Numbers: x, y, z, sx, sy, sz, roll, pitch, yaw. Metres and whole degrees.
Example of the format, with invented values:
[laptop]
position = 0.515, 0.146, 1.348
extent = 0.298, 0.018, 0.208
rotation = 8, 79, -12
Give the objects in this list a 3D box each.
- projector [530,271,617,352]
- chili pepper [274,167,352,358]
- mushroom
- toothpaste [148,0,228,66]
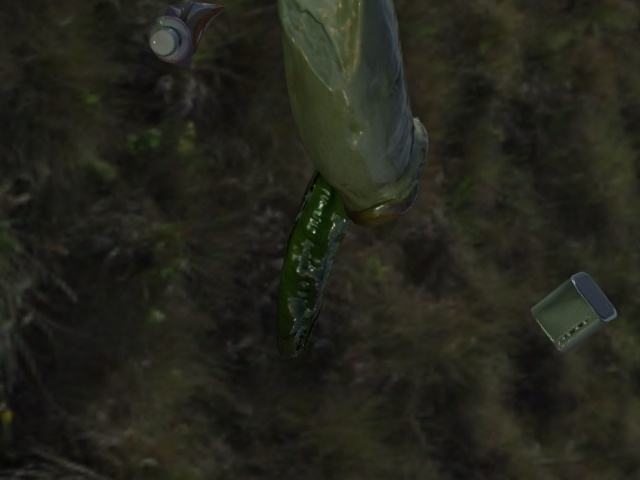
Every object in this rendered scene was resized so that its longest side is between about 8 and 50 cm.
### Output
[projector]
position = 0.368, 0.104, 1.935
extent = 0.083, 0.082, 0.083
rotation = 54, 27, 12
[chili pepper]
position = 0.000, 0.001, 1.450
extent = 0.076, 0.359, 0.085
rotation = 2, 41, -24
[mushroom]
position = 0.014, -0.143, 0.931
extent = 0.333, 0.087, 0.107
rotation = 74, 21, -47
[toothpaste]
position = -0.155, -0.239, 1.548
extent = 0.301, 0.048, 0.075
rotation = -69, 169, -77
